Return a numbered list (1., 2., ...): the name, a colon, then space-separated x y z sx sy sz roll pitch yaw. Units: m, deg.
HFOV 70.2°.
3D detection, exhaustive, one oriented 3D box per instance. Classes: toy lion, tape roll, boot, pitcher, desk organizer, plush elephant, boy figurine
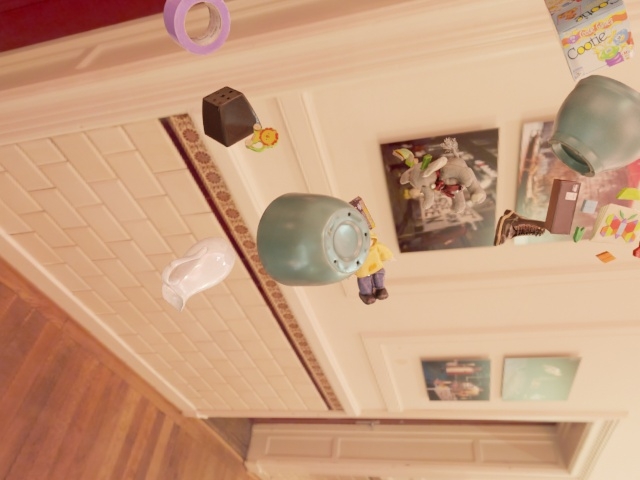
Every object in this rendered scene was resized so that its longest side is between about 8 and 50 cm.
1. toy lion: -0.189 -0.335 1.513 0.100 0.096 0.034 -64 180 -13
2. tape roll: -0.383 -0.685 1.419 0.080 0.189 0.189 42 -14 35
3. boot: 0.612 -0.030 1.383 0.198 0.137 0.077 -44 143 -43
4. pitcher: -0.327 0.069 1.208 0.207 0.125 0.178 -44 163 -29
5. desk organizer: 0.586 -0.083 1.107 0.050 0.047 0.130 -70 164 -71
6. plush elephant: 0.495 -0.250 1.924 0.272 0.255 0.330 175 -104 -81
7. boy figurine: 0.167 0.070 1.508 0.092 0.177 0.285 -119 -164 -56

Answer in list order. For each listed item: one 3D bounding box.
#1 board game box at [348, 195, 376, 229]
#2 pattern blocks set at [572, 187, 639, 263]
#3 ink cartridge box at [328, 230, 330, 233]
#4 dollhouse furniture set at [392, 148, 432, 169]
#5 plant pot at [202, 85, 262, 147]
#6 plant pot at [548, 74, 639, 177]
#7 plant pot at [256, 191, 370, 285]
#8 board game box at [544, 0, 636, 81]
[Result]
1. board game box: 0.163 -0.100 2.140 0.170 0.141 0.048 60 -6 -29
2. pattern blocks set: 1.084 -0.050 1.649 0.026 0.325 0.285 -99 -173 -70
3. ink cartridge box: -0.067 0.000 1.676 0.109 0.209 0.062 54 7 -23
4. dollhouse furniture set: 0.366 -0.343 1.816 0.076 0.152 0.058 -24 142 -35
5. plant pot: -0.385 -0.525 1.888 0.188 0.187 0.167 -37 140 -24
6. plant pot: 0.821 -0.316 1.363 0.293 0.196 0.293 42 8 -7
7. plant pot: 0.000 0.000 1.320 0.293 0.235 0.293 -2 93 -40
8. board game box: 0.691 -0.563 1.183 0.142 0.144 0.275 50 37 -30
